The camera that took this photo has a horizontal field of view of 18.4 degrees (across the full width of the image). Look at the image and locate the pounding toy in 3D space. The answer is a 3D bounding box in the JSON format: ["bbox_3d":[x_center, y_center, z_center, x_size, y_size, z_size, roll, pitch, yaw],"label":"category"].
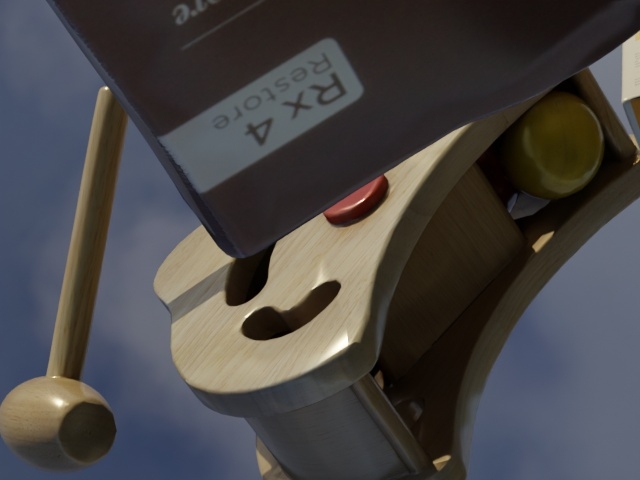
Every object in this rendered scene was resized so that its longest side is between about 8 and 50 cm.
[{"bbox_3d":[0.000,0.000,0.748,0.269,0.154,0.155,-42,-62,-14],"label":"pounding toy"}]

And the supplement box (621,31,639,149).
[{"bbox_3d":[0.142,-0.066,0.708,0.098,0.062,0.036,-75,-34,-56],"label":"supplement box"}]

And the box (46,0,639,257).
[{"bbox_3d":[-0.037,-0.200,0.527,0.381,0.191,0.143,59,-178,37],"label":"box"}]
